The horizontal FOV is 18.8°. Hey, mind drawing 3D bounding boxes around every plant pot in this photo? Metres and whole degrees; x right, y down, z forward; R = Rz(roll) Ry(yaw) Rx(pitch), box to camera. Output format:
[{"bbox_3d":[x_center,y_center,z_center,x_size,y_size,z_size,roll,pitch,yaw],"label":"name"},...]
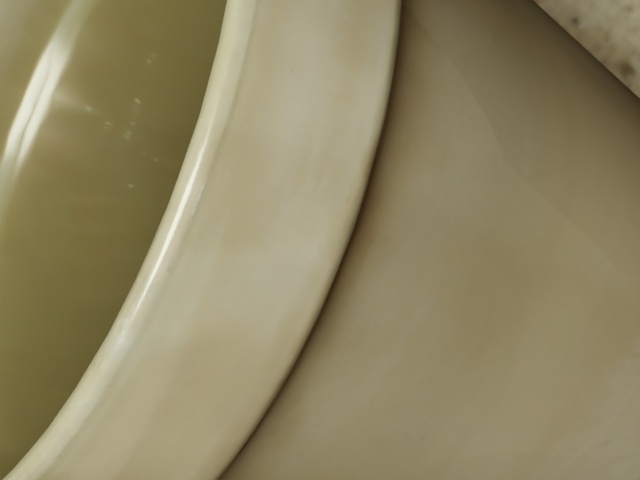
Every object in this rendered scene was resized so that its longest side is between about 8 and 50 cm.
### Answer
[{"bbox_3d":[0.000,0.000,0.773,0.280,0.323,0.323,21,98,-29],"label":"plant pot"}]
